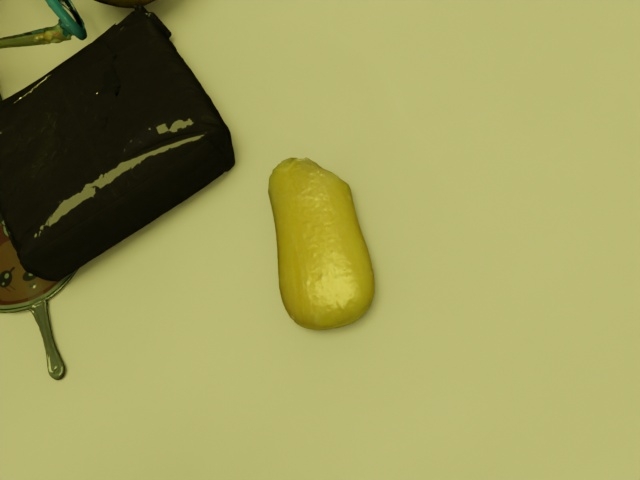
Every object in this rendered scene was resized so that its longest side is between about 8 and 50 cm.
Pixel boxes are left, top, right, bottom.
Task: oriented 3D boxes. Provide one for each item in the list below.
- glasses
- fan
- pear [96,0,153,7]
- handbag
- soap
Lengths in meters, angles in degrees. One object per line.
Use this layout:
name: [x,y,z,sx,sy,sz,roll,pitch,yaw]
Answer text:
glasses: [-0.358,-0.260,0.901,0.239,0.102,0.207,54,127,24]
fan: [-0.294,0.042,0.810,0.132,0.009,0.220,-26,66,6]
pear: [-0.213,-0.301,0.850,0.141,0.104,0.141,5,33,-3]
handbag: [-0.232,-0.108,0.805,0.247,0.080,0.223,-33,65,0]
soap: [0.000,0.000,0.731,0.089,0.033,0.168,-11,69,9]
